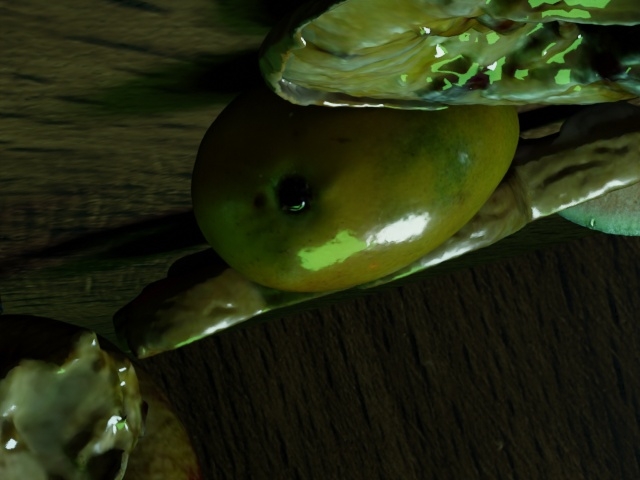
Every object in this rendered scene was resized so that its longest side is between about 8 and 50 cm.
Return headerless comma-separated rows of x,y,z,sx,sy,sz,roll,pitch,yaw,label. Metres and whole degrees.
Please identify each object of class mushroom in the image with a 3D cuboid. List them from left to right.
-0.231,0.201,1.047,0.334,0.331,0.356,10,176,21,mushroom

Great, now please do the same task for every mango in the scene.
0.021,-0.034,0.710,0.163,0.089,0.111,-22,-168,-32,mango

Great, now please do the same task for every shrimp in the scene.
0.104,-0.083,0.538,0.289,0.075,0.178,-2,180,31,shrimp

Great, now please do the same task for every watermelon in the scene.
0.253,-0.052,1.444,0.155,0.080,0.101,-19,-151,26,watermelon

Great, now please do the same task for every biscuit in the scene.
0.000,-0.002,1.142,0.283,0.064,0.432,-22,-178,-38,biscuit

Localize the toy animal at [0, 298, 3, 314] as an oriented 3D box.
-0.332,0.078,0.991,0.260,0.087,0.243,-19,172,18,toy animal
